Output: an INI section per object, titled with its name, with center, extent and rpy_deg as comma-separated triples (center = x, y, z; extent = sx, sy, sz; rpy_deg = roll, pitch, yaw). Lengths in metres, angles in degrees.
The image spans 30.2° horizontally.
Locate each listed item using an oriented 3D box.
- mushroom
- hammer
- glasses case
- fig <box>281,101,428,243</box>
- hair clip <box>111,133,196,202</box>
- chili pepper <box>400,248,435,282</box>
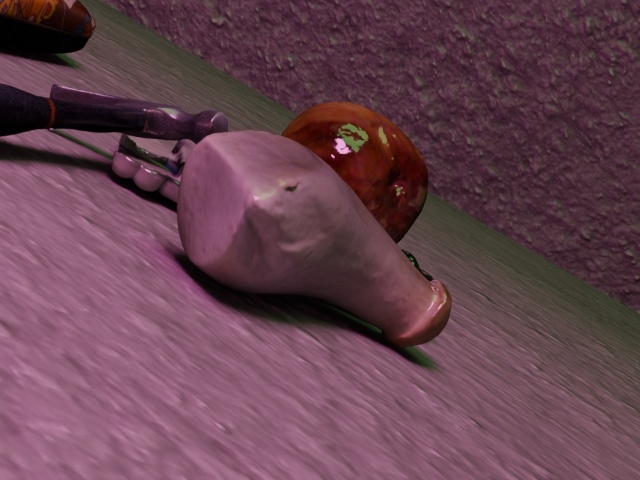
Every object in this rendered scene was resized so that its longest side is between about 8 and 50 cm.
[mushroom]
center = 0.000, 0.000, 0.852
extent = 0.270, 0.103, 0.118
rpy_deg = 25, 27, -50
[hammer]
center = -0.193, -0.092, 0.854
extent = 0.137, 0.037, 0.290
rpy_deg = 10, 7, 23
[glasses case]
center = -0.339, -0.259, 1.272
extent = 0.122, 0.082, 0.321
rpy_deg = 30, 8, 6
[fig]
center = -0.001, -0.075, 1.154
extent = 0.160, 0.143, 0.231
rpy_deg = 12, 20, -43
[hair clip]
center = -0.110, -0.060, 1.023
extent = 0.140, 0.054, 0.220
rpy_deg = 33, 10, -14
[chili pepper]
center = 0.010, 0.010, 0.972
extent = 0.224, 0.061, 0.098
rpy_deg = 30, 28, -32
